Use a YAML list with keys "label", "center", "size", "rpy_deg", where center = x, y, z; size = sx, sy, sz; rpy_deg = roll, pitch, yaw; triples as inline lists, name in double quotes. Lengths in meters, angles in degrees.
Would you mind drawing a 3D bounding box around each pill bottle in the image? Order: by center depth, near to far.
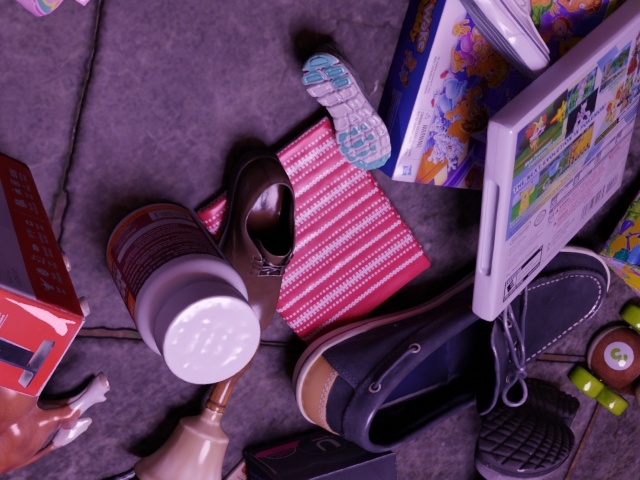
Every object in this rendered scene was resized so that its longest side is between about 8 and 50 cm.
- label: "pill bottle"
  center: [-0.149, 0.054, 1.034]
  size: [0.121, 0.221, 0.121]
  rpy_deg: [-11, 119, -20]

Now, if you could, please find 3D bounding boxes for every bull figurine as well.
- label: "bull figurine"
  center: [-0.343, 0.120, 1.046]
  size: [0.188, 0.101, 0.310]
  rpy_deg: [-19, 128, -22]

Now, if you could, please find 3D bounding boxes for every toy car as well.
- label: "toy car"
  center: [0.503, 0.216, 1.448]
  size: [0.149, 0.188, 0.155]
  rpy_deg: [34, 97, -34]

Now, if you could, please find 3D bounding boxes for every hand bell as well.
- label: "hand bell"
  center: [-0.127, 0.200, 1.207]
  size: [0.126, 0.126, 0.242]
  rpy_deg: [24, 91, -33]

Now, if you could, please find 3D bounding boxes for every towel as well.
- label: "towel"
  center: [0.000, 0.000, 1.195]
  size: [0.199, 0.031, 0.275]
  rpy_deg: [-38, 123, -1]

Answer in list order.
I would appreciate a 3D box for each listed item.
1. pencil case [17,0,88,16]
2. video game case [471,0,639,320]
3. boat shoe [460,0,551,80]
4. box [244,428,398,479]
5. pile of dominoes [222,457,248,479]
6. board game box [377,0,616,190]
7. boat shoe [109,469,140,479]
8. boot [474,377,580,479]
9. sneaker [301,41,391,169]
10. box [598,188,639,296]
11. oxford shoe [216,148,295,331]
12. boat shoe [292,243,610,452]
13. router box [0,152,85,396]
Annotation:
- label: "pencil case"
  center: [-0.314, -0.316, 0.830]
  size: [0.284, 0.124, 0.124]
  rpy_deg: [38, 95, -34]
- label: "video game case"
  center: [0.295, -0.100, 1.165]
  size: [0.329, 0.036, 0.300]
  rpy_deg: [-40, 144, -31]
- label: "boat shoe"
  center: [0.193, -0.265, 1.023]
  size: [0.076, 0.083, 0.226]
  rpy_deg: [-46, 124, 4]
- label: "box"
  center: [0.012, 0.408, 1.297]
  size: [0.165, 0.143, 0.270]
  rpy_deg: [-11, 103, -24]
- label: "pile of dominoes"
  center: [-0.047, 0.402, 1.371]
  size: [0.251, 0.040, 0.196]
  rpy_deg: [11, 110, -30]
- label: "board game box"
  center: [0.215, -0.233, 1.149]
  size: [0.233, 0.078, 0.347]
  rpy_deg: [5, 112, -27]
- label: "boat shoe"
  center: [-0.193, 0.337, 1.250]
  size: [0.183, 0.065, 0.083]
  rpy_deg: [-10, 118, -17]
- label: "boot"
  center: [0.273, 0.344, 1.363]
  size: [0.338, 0.118, 0.222]
  rpy_deg: [-9, 123, -62]
- label: "sneaker"
  center: [0.037, -0.158, 1.105]
  size: [0.065, 0.076, 0.166]
  rpy_deg: [-16, 125, 19]
- label: "box"
  center: [0.590, -0.015, 1.284]
  size: [0.177, 0.290, 0.279]
  rpy_deg: [37, 85, -34]
- label: "oxford shoe"
  center: [-0.072, 0.018, 1.102]
  size: [0.083, 0.096, 0.227]
  rpy_deg: [-7, 119, -21]
- label: "boat shoe"
  center: [0.208, 0.144, 1.278]
  size: [0.500, 0.156, 0.186]
  rpy_deg: [-19, 123, -26]
- label: "router box"
  center: [-0.377, -0.031, 0.812]
  size: [0.301, 0.335, 0.082]
  rpy_deg: [27, 102, -33]
